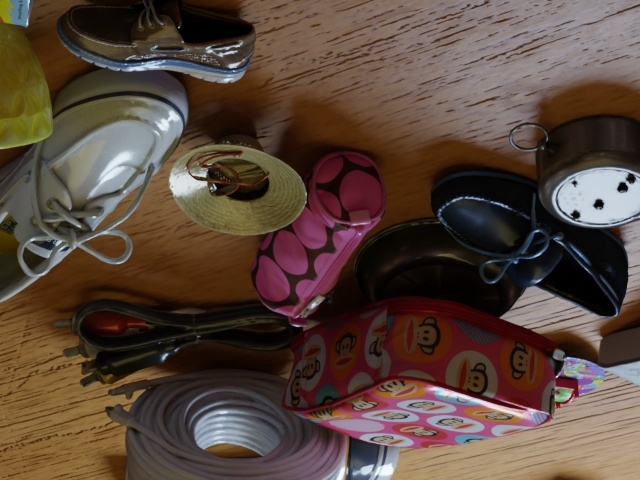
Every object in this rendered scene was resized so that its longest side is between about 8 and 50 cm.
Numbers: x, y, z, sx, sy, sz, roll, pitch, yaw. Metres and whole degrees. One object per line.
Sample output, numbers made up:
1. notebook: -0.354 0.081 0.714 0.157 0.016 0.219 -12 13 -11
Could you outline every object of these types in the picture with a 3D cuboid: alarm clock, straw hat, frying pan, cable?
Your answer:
1. alarm clock: 0.266 -0.071 1.799 0.192 0.064 0.129 25 139 -25
2. straw hat: -0.082 -0.073 1.811 0.145 0.061 0.144 2 142 1
3. frying pan: 0.132 0.083 2.043 0.197 0.053 0.326 4 143 1
4. cable: -0.101 0.245 2.105 0.257 0.257 0.089 -11 125 -31
5. cable: -0.169 0.094 2.087 0.287 0.072 0.139 -15 129 4

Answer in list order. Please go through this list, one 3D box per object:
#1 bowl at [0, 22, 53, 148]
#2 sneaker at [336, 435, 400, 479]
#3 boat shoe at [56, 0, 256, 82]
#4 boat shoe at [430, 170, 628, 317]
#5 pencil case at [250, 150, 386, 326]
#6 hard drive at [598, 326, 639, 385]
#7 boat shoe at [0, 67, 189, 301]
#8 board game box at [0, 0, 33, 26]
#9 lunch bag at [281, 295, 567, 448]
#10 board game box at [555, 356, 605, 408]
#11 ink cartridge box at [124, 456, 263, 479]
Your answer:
1. bowl: -0.375 -0.175 1.569 0.290 0.289 0.156 4 102 -2
2. sneaker: -0.009 0.323 2.327 0.128 0.126 0.321 9 134 -17
3. boat shoe: -0.147 -0.195 1.644 0.183 0.066 0.066 5 142 -22
4. boat shoe: 0.230 0.005 1.881 0.258 0.089 0.109 20 141 -24
5. pencil case: 0.000 0.000 1.879 0.095 0.098 0.209 5 146 -18
6. hard drive: 0.531 0.172 2.101 0.353 0.047 0.233 25 154 -29
7. boat shoe: -0.260 -0.031 1.796 0.136 0.156 0.367 27 139 -32
8. board game box: -0.358 -0.288 1.443 0.275 0.142 0.144 8 145 -8
9. lunch bag: 0.125 0.162 2.009 0.258 0.120 0.293 20 158 -28
10. board game box: 0.259 0.185 2.167 0.169 0.033 0.133 -9 154 16
11. ink cartridge box: -0.151 0.335 2.416 0.207 0.046 0.097 -2 144 7
